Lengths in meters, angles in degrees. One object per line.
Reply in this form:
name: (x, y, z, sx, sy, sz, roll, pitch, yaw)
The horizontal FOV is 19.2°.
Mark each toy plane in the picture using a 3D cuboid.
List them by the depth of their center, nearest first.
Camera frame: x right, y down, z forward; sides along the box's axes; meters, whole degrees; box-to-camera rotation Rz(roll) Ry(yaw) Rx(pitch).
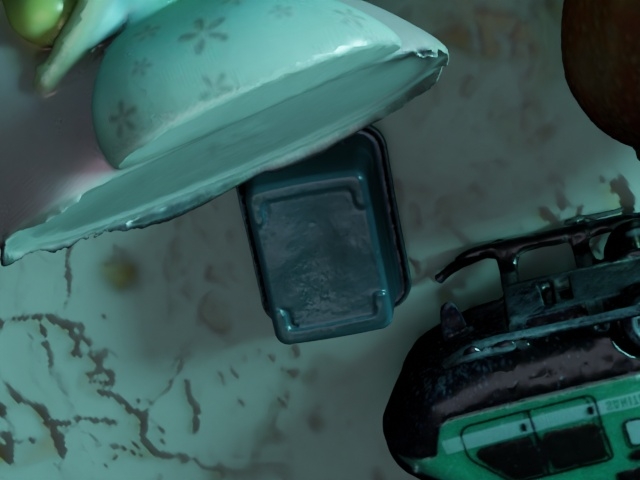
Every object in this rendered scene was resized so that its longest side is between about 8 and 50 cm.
toy plane: (0.180, 0.068, 0.884, 0.381, 0.106, 0.155, -13, 115, 6)

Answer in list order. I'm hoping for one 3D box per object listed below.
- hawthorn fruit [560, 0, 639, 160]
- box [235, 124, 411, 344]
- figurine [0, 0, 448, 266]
hawthorn fruit: (0.189, -0.112, 0.785, 0.169, 0.169, 0.188, 21, 98, -5)
box: (0.000, 0.000, 0.885, 0.074, 0.054, 0.099, -9, 110, 7)
figurine: (-0.053, -0.191, 0.727, 0.284, 0.206, 0.316, -28, 84, 23)
